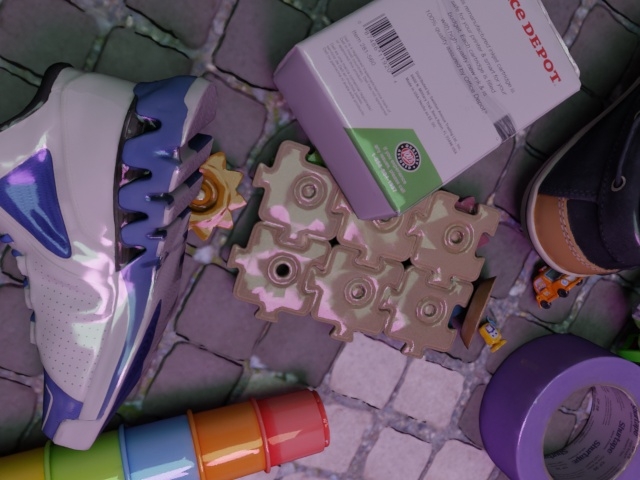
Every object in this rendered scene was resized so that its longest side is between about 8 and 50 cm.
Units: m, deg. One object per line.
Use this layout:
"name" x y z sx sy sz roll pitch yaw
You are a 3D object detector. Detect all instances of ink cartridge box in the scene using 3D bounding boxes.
"ink cartridge box" 0.096 -0.142 0.566 0.219 0.092 0.160 -34 98 -16

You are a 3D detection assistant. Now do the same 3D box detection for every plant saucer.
"plant saucer" 0.164 0.074 0.670 0.015 0.083 0.083 21 96 17

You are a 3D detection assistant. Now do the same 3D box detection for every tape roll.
"tape roll" 0.283 0.207 0.723 0.189 0.080 0.189 -3 101 -15

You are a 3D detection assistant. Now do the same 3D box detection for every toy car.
"toy car" 0.226 0.067 0.693 0.122 0.060 0.040 -34 76 -14

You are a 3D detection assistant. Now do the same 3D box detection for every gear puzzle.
"gear puzzle" 0.000 0.000 0.623 0.339 0.044 0.175 16 98 -16

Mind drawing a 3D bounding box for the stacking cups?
"stacking cups" -0.147 0.203 0.588 0.316 0.096 0.096 -12 104 -14

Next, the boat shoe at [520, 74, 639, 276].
"boat shoe" 0.416 -0.153 0.644 0.500 0.156 0.187 -45 106 -9

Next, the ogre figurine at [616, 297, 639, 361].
"ogre figurine" 0.416 0.116 0.740 0.118 0.097 0.197 -26 123 -28

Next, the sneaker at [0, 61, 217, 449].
"sneaker" -0.208 -0.005 0.525 0.182 0.127 0.315 18 107 0
